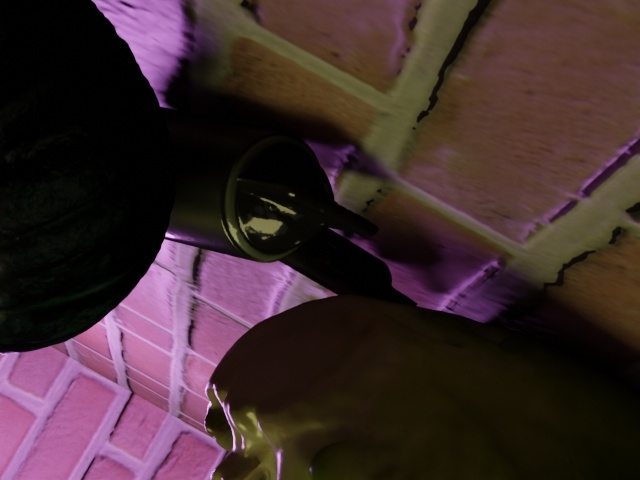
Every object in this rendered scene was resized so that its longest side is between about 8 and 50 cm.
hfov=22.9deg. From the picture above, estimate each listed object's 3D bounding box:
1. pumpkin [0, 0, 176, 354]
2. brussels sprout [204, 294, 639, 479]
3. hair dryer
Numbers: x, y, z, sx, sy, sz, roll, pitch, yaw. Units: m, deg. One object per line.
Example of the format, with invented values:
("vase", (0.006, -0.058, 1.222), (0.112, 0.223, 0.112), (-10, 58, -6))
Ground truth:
("pumpkin", (-0.209, -0.035, 0.814), (0.248, 0.248, 0.248), (28, 167, 7))
("brussels sprout", (0.082, 0.196, 1.009), (0.276, 0.315, 0.371), (-126, 13, -60))
("hair dryer", (0.000, 0.000, 0.958), (0.195, 0.078, 0.248), (15, 170, 46))
